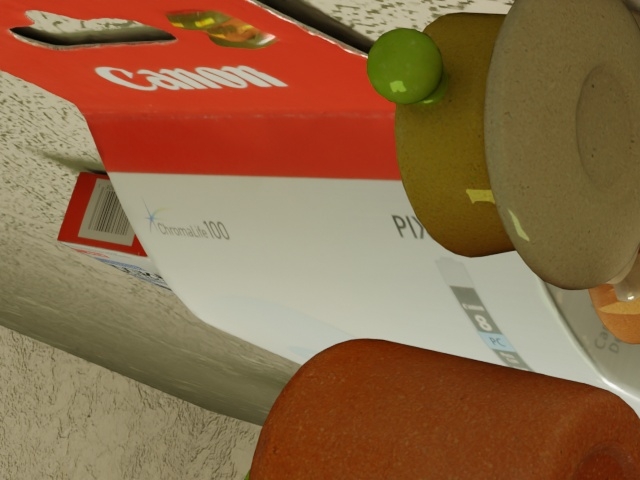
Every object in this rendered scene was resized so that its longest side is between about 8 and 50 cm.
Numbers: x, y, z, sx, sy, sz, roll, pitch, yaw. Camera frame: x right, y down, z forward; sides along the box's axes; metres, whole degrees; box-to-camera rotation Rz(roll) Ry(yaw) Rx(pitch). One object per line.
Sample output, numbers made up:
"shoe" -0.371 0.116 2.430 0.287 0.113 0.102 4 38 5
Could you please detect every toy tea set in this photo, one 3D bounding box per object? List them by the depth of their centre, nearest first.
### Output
"toy tea set" 0.091 0.047 0.552 0.124 0.200 0.336 -1 166 38

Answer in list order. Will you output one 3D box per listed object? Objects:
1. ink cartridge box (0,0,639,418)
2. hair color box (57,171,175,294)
"ink cartridge box" 0.000 0.000 0.769 0.385 0.091 0.308 24 169 -36
"hair color box" -0.079 0.010 1.089 0.093 0.053 0.167 8 168 43
